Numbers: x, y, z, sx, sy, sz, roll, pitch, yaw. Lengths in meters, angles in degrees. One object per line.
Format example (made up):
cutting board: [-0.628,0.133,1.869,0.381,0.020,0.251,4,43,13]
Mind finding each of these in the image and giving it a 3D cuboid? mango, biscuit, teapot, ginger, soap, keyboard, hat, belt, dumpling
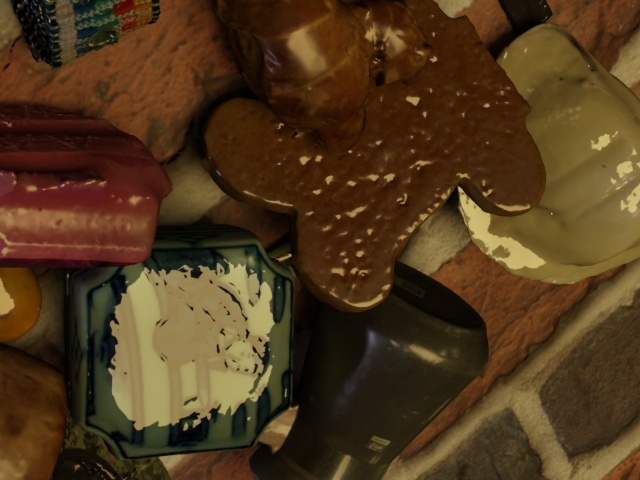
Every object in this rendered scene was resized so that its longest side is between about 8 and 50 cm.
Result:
mango: [-0.397,0.047,1.522,0.111,0.089,0.163,-33,113,-26]
biscuit: [0.083,-0.116,1.682,0.394,0.076,0.368,-41,96,-12]
teapot: [0.042,0.206,1.800,0.300,0.253,0.344,24,103,-17]
ginger: [0.008,-0.284,1.561,0.274,0.152,0.357,1,95,-36]
soap: [-0.333,-0.064,1.436,0.325,0.220,0.127,-2,121,-33]
keyboard: [0.266,-0.370,1.808,0.067,0.011,0.202,-45,128,-9]
hat: [-0.303,0.343,1.648,0.128,0.265,0.265,-33,131,18]
belt: [-0.256,-0.329,1.361,0.160,0.207,0.295,-25,125,-19]
dumpling: [0.341,-0.102,1.854,0.315,0.233,0.395,-31,111,-14]

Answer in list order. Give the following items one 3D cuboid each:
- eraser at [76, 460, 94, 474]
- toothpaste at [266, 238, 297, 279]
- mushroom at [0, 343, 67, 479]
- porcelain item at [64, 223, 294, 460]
eraser: [-0.375,0.355,1.722,0.104,0.023,0.150,28,95,-38]
toothpaste: [0.000,0.000,1.795,0.255,0.037,0.067,-32,126,-12]
mushroom: [-0.514,0.233,1.448,0.397,0.224,0.314,28,98,-38]
porcelain item: [-0.178,0.124,1.613,0.286,0.157,0.281,0,101,-21]
